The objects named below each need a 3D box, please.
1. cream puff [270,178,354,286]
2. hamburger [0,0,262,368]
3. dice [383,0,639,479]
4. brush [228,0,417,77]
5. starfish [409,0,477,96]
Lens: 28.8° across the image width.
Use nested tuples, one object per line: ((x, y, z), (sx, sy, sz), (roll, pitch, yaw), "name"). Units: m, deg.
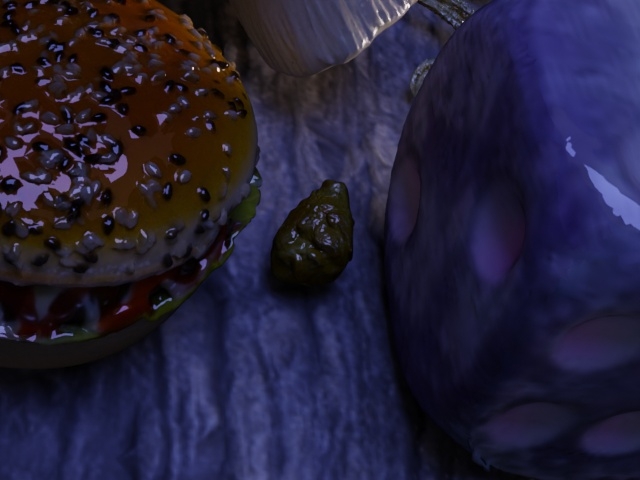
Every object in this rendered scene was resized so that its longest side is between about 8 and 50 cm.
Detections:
((0.000, 0.000, 0.917), (0.058, 0.083, 0.083), (46, 4, -15), "cream puff")
((-0.179, -0.060, 0.819), (0.300, 0.176, 0.300), (11, 49, -12), "hamburger")
((0.208, -0.005, 0.870), (0.270, 0.270, 0.271), (6, 51, -17), "dice")
((-0.060, -0.246, 1.037), (0.266, 0.166, 0.174), (10, 51, 42), "brush")
((0.151, -0.182, 1.134), (0.176, 0.053, 0.208), (40, 51, 9), "starfish")
